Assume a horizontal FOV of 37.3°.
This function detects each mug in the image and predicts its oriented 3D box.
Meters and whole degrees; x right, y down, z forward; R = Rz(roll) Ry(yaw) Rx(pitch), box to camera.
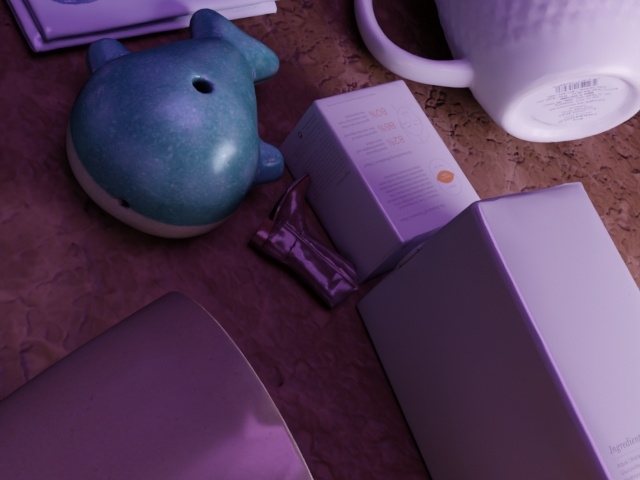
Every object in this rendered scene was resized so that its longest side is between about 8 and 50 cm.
[{"bbox_3d":[0.226,-0.295,1.135,0.373,0.276,0.328,-5,69,0],"label":"mug"}]

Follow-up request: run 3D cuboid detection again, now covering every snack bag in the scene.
[{"bbox_3d":[-0.239,-0.364,1.020,0.323,0.037,0.343,-23,76,-39],"label":"snack bag"}]

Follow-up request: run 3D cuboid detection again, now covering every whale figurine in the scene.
[{"bbox_3d":[-0.115,-0.133,0.882,0.216,0.141,0.272,34,49,-8],"label":"whale figurine"}]

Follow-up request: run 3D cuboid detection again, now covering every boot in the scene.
[{"bbox_3d":[0.000,0.000,0.937,0.114,0.037,0.106,36,63,-3],"label":"boot"}]

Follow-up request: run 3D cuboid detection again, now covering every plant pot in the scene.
[{"bbox_3d":[-0.160,0.202,0.562,0.274,0.256,0.257,-25,76,-23],"label":"plant pot"}]

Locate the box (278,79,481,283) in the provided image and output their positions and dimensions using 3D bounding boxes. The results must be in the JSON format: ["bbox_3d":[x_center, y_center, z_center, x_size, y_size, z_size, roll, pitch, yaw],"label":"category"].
[{"bbox_3d":[0.062,-0.063,0.979,0.130,0.091,0.171,-20,73,-38],"label":"box"}]

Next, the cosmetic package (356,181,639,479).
[{"bbox_3d":[0.206,0.166,0.846,0.156,0.217,0.385,-9,69,-34],"label":"cosmetic package"}]
